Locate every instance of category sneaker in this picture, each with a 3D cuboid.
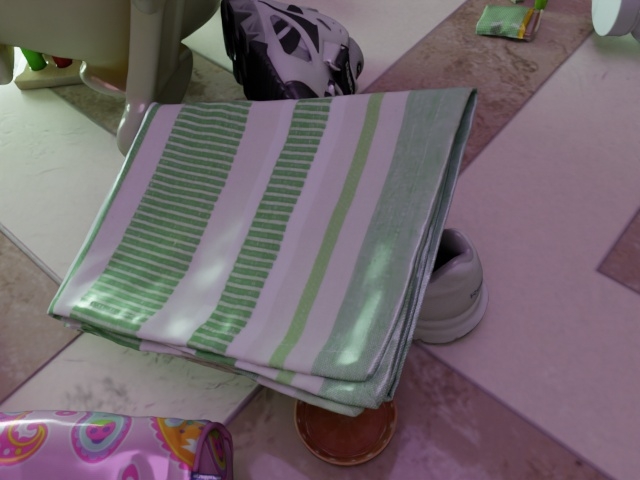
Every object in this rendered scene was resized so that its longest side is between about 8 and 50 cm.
[{"bbox_3d":[-0.008,-0.177,0.643,0.146,0.122,0.330,-10,51,-14],"label":"sneaker"},{"bbox_3d":[0.000,0.000,0.514,0.297,0.129,0.111,8,63,13],"label":"sneaker"}]

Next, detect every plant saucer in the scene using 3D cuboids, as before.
[{"bbox_3d":[0.021,0.142,0.482,0.084,0.013,0.083,-2,55,3],"label":"plant saucer"}]

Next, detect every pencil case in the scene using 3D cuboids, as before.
[{"bbox_3d":[-0.201,0.180,0.407,0.284,0.124,0.124,2,54,3],"label":"pencil case"}]

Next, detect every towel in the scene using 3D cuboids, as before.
[{"bbox_3d":[-0.062,-0.017,0.467,0.325,0.038,0.247,6,66,33],"label":"towel"}]

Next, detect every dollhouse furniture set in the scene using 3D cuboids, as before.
[{"bbox_3d":[0.262,-0.331,0.774,0.076,0.058,0.151,17,57,17],"label":"dollhouse furniture set"}]

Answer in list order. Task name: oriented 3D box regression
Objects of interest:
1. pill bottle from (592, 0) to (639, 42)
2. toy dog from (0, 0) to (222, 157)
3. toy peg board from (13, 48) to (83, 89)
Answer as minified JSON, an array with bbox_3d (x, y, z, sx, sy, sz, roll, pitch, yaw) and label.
[{"bbox_3d":[0.446,-0.292,0.693,0.216,0.121,0.121,-1,54,4],"label":"pill bottle"},{"bbox_3d":[-0.311,-0.338,0.608,0.408,0.284,0.395,21,59,-5],"label":"toy dog"},{"bbox_3d":[-0.324,-0.290,0.781,0.161,0.079,0.161,-6,55,1],"label":"toy peg board"}]
